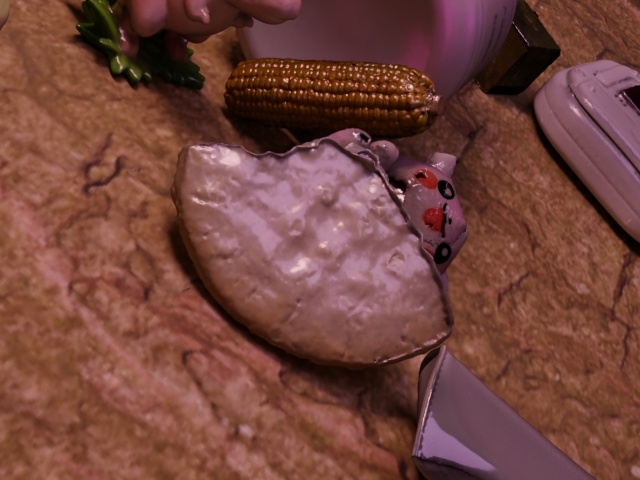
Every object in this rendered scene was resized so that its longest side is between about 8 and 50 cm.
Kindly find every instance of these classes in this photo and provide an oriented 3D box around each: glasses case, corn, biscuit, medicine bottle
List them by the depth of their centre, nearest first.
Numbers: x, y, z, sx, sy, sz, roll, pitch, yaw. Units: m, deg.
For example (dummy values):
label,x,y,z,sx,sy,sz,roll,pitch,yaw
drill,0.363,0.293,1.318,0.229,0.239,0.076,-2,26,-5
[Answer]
label,x,y,z,sx,sy,sz,roll,pitch,yaw
glasses case,0.178,0.224,1.186,0.308,0.083,0.128,40,38,-8
biscuit,0.000,0.000,1.191,0.265,0.040,0.188,30,71,-11
corn,0.011,-0.128,1.320,0.207,0.068,0.068,7,26,20
medicine bottle,0.075,-0.253,1.457,0.241,0.241,0.302,45,32,1

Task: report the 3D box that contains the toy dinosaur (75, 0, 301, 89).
label,x,y,z,sx,sy,sz,roll,pitch,yaw
toy dinosaur,-0.118,-0.222,1.265,0.152,0.177,0.194,9,45,-44

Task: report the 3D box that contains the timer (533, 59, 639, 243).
label,x,y,z,sx,sy,sz,roll,pitch,yaw
timer,0.379,-0.108,1.783,0.262,0.087,0.237,52,32,10

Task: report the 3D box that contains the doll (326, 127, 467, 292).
label,x,y,z,sx,sy,sz,roll,pitch,yaw
doll,0.052,-0.017,1.301,0.192,0.095,0.149,14,73,-35

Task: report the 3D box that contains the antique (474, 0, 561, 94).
label,x,y,z,sx,sy,sz,roll,pitch,yaw
antique,0.184,-0.282,1.768,0.080,0.081,0.221,-3,55,-53

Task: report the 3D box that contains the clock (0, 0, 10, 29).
label,x,y,z,sx,sy,sz,roll,pitch,yaw
clock,-0.353,-0.225,1.105,0.232,0.069,0.170,10,46,-41
